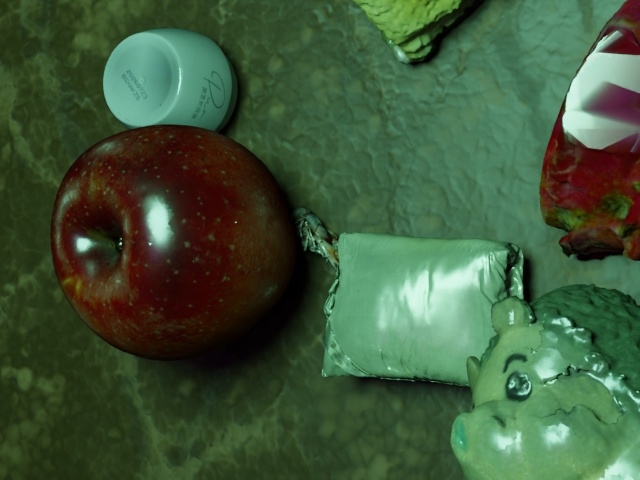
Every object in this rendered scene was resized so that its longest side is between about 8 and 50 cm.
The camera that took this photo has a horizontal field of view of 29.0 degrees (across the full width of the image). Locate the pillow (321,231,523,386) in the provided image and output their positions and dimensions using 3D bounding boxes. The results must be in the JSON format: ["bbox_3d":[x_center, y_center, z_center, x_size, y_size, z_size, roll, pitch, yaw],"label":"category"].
[{"bbox_3d":[0.095,0.063,1.101,0.181,0.078,0.134,4,92,25],"label":"pillow"}]

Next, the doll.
[{"bbox_3d":[0.239,0.196,0.941,0.247,0.247,0.350,-35,66,22],"label":"doll"}]

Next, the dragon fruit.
[{"bbox_3d":[0.269,-0.086,0.989,0.163,0.189,0.262,45,115,52],"label":"dragon fruit"}]

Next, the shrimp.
[{"bbox_3d":[0.000,0.001,1.170,0.092,0.038,0.029,40,107,22],"label":"shrimp"}]

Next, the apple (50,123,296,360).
[{"bbox_3d":[-0.135,0.002,1.141,0.218,0.201,0.218,4,99,30],"label":"apple"}]

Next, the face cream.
[{"bbox_3d":[-0.146,-0.150,1.208,0.117,0.104,0.117,0,89,25],"label":"face cream"}]

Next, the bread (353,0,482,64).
[{"bbox_3d":[0.070,-0.312,1.077,0.204,0.162,0.262,-40,87,9],"label":"bread"}]
